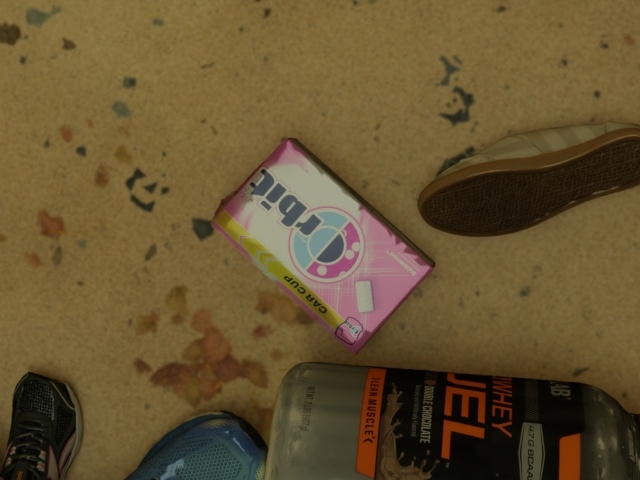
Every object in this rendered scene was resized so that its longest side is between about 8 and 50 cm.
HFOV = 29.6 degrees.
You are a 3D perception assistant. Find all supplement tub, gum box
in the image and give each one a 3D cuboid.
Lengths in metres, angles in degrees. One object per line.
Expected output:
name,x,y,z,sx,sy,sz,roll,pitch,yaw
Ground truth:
supplement tub,0.128,0.217,1.038,0.338,0.207,0.207,4,94,6
gum box,0.000,0.000,1.111,0.188,0.062,0.107,42,98,3

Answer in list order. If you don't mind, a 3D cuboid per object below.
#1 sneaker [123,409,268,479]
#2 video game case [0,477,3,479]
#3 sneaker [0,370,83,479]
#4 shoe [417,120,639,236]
sneaker,-0.174,0.291,1.112,0.330,0.147,0.130,-45,88,7
video game case,-0.399,0.273,1.150,0.210,0.042,0.232,42,111,14
sneaker,-0.272,0.217,1.154,0.072,0.077,0.178,2,94,6
shoe,0.194,-0.059,1.091,0.219,0.058,0.076,-14,123,12
